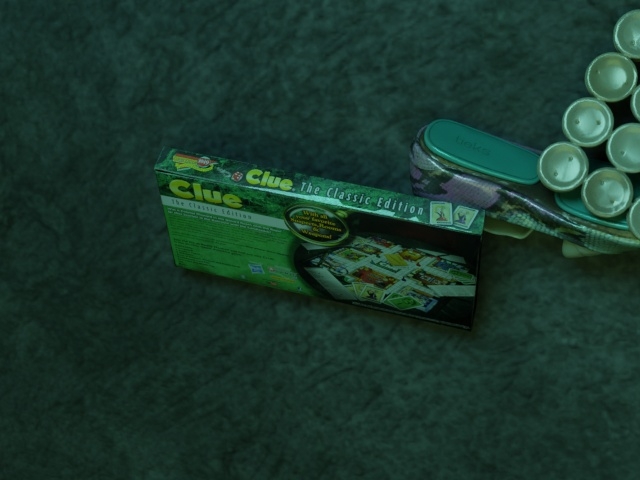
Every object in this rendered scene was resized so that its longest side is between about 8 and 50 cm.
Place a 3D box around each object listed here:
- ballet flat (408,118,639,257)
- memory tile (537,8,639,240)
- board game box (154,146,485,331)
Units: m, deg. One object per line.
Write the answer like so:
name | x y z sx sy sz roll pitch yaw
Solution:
ballet flat | 0.172 -0.028 1.044 0.221 0.077 0.079 18 137 14
memory tile | 0.232 -0.082 0.980 0.113 0.012 0.148 30 91 11
board game box | 0.000 0.000 1.095 0.260 0.030 0.136 12 147 10
